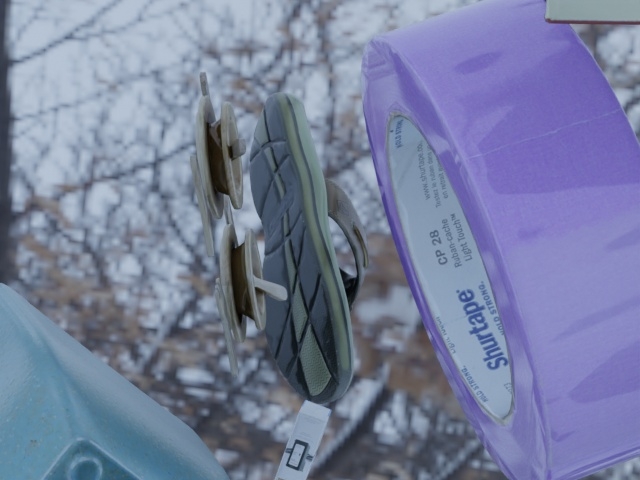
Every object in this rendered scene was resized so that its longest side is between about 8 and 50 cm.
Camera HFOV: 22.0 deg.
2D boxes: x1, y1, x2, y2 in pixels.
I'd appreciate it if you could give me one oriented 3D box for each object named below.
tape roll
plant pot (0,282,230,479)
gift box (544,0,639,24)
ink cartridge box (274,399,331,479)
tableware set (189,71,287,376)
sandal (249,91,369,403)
[{"bbox_3d":[0.112,0.001,0.941,0.275,0.090,0.275,162,90,-82],"label":"tape roll"},{"bbox_3d":[-0.212,0.217,1.297,0.248,0.252,0.247,41,-100,-24],"label":"plant pot"},{"bbox_3d":[0.192,-0.241,0.697,0.255,0.276,0.258,-74,-17,-63],"label":"gift box"},{"bbox_3d":[-0.018,0.197,1.542,0.048,0.028,0.083,-51,-19,-79],"label":"ink cartridge box"},{"bbox_3d":[-0.055,-0.014,1.168,0.128,0.039,0.194,-91,-6,-55],"label":"tableware set"},{"bbox_3d":[0.000,-0.002,1.479,0.120,0.086,0.303,-47,43,51],"label":"sandal"}]
